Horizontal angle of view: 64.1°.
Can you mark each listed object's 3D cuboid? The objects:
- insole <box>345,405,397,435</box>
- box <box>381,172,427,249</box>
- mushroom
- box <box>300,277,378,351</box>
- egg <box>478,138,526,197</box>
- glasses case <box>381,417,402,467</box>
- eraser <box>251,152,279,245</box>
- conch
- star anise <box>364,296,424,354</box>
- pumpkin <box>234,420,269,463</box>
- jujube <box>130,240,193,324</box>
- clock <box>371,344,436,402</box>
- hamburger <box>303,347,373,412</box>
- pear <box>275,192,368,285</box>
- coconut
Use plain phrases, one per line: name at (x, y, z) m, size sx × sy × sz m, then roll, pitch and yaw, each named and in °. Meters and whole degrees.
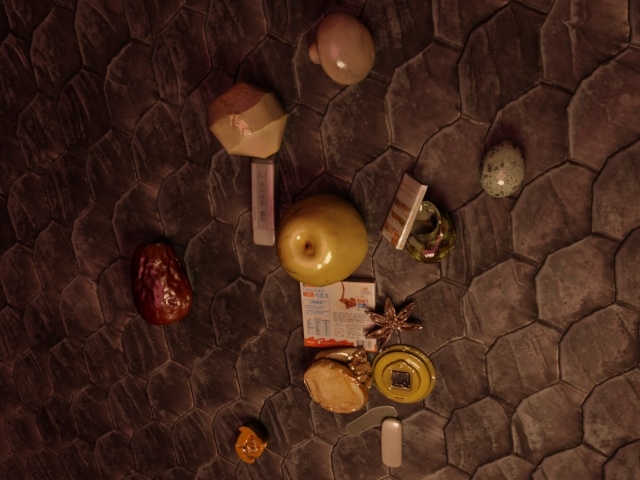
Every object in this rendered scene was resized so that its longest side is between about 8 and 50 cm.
insole at (0.189, 0.683, 1.939) m, size 0.232 × 0.003 × 0.080 m, roll -34°, pitch 94°, yaw 23°
box at (0.266, -0.094, 1.633) m, size 0.032 × 0.122 × 0.220 m, roll 10°, pitch 112°, yaw -25°
mushroom at (0.053, -0.565, 1.517) m, size 0.209 × 0.206 × 0.206 m, roll -4°, pitch 104°, yaw 18°
box at (0.067, 0.261, 1.830) m, size 0.273 × 0.048 × 0.264 m, roll 2°, pitch 108°, yaw 17°
egg at (0.536, -0.212, 1.504) m, size 0.132 × 0.132 × 0.172 m, roll 12°, pitch 97°, yaw 14°
glasses case at (0.268, 0.756, 1.910) m, size 0.081 × 0.051 × 0.204 m, roll 4°, pitch 107°, yaw 15°
eraser at (-0.192, -0.156, 1.783) m, size 0.089 × 0.061 × 0.351 m, roll 5°, pitch 108°, yaw 16°
conch at (0.345, -0.019, 1.629) m, size 0.181 × 0.124 × 0.187 m, roll -36°, pitch 69°, yaw 32°
star anise at (0.239, 0.273, 1.753) m, size 0.208 × 0.063 × 0.171 m, roll -35°, pitch 102°, yaw 8°
pumpkin at (-0.268, 0.796, 2.058) m, size 0.119 × 0.108 × 0.183 m, roll 29°, pitch 119°, yaw 15°
jujube at (-0.606, 0.163, 1.936) m, size 0.223 × 0.223 × 0.317 m, roll -10°, pitch 95°, yaw 19°
clock at (0.292, 0.487, 1.823) m, size 0.237 × 0.057 × 0.237 m, roll 5°, pitch 108°, yaw 17°
hamburger at (0.069, 0.496, 1.838) m, size 0.243 × 0.146 × 0.286 m, roll 29°, pitch 124°, yaw 1°
pear at (0.000, 0.000, 1.648) m, size 0.309 × 0.309 × 0.309 m, roll 5°, pitch 107°, yaw 16°
coconut at (-0.226, -0.374, 1.640) m, size 0.259 × 0.259 × 0.259 m, roll 5°, pitch 107°, yaw 16°
